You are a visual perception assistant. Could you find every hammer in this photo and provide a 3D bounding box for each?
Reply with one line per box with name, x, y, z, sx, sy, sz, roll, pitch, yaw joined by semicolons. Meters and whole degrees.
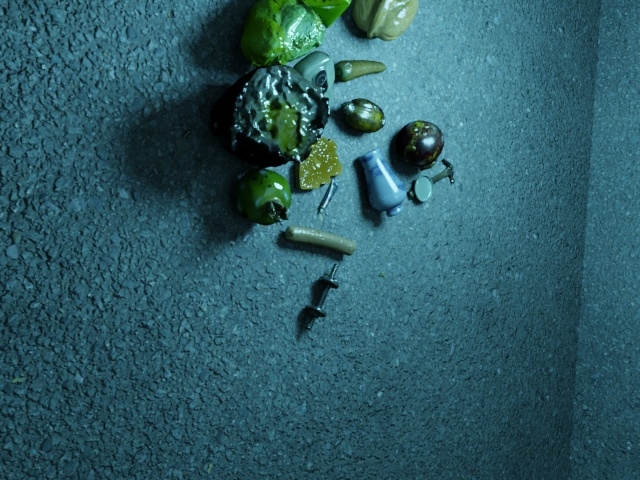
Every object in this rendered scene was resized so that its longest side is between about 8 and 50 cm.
hammer;0.467;-0.247;2.342;0.297;0.027;0.125;-32;111;-32

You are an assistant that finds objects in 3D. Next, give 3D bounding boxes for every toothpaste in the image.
toothpaste;0.029;-0.157;2.011;0.037;0.021;0.140;42;65;-33

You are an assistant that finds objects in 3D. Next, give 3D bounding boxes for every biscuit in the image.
biscuit;-0.017;-0.267;1.959;0.238;0.041;0.212;-54;127;-23

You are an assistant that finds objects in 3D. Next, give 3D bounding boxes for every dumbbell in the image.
dumbbell;0.007;0.197;1.967;0.081;0.081;0.254;35;71;-33

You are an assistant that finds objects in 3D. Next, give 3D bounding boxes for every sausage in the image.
sausage;0.000;-0.002;1.969;0.301;0.066;0.065;15;82;-39

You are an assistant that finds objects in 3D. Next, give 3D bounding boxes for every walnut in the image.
walnut;0.234;-0.850;2.031;0.224;0.257;0.257;30;71;-1

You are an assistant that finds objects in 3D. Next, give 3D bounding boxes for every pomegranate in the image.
pomegranate;-0.168;-0.125;1.732;0.187;0.225;0.187;-16;124;-24

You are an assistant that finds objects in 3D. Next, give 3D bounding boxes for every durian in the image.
durian;-0.125;-0.660;1.739;0.340;0.256;0.204;-37;133;-24

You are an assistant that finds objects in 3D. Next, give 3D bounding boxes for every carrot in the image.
carrot;0.162;-0.642;2.075;0.298;0.078;0.078;-21;104;-41

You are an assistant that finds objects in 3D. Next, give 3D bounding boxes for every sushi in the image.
sushi;-0.160;-0.368;1.674;0.299;0.294;0.281;17;90;-24

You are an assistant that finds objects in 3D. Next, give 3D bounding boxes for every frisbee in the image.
frisbee;0.423;-0.215;2.283;0.110;0.014;0.110;-6;100;-39

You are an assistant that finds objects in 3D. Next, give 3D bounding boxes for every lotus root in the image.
lotus root;0.153;-0.459;2.040;0.209;0.120;0.120;13;83;-36

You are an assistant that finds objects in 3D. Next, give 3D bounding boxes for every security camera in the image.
security camera;-0.014;-0.484;1.835;0.157;0.080;0.301;-41;156;-14

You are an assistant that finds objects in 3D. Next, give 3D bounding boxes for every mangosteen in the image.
mangosteen;0.393;-0.363;2.203;0.192;0.192;0.217;-47;149;-27

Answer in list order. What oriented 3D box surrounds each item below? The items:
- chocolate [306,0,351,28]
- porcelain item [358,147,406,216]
chocolate;0.005;-0.922;1.853;0.289;0.137;0.301;41;49;-30
porcelain item;0.233;-0.215;2.099;0.141;0.141;0.259;-33;103;-32
